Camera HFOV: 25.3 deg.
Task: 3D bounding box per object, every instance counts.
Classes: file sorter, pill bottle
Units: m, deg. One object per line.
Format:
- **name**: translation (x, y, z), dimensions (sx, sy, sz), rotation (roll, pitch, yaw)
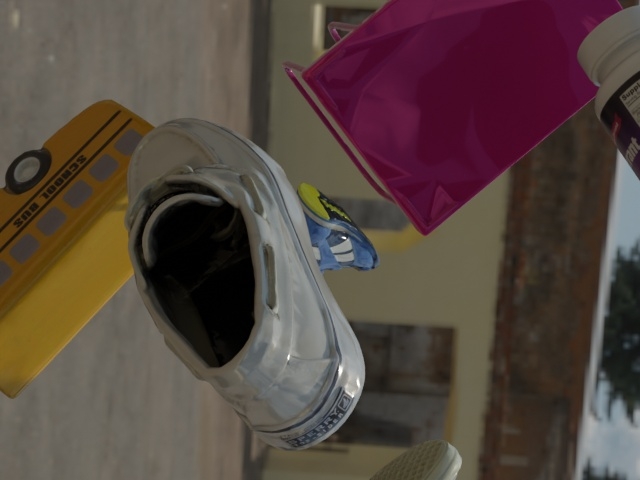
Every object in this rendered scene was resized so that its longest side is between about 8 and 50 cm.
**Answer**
- **file sorter**: translation (0.133, -0.188, 1.447), dimensions (0.202, 0.290, 0.182), rotation (52, -3, -18)
- **pill bottle**: translation (0.304, -0.105, 1.226), dimensions (0.193, 0.108, 0.108), rotation (61, -12, 24)

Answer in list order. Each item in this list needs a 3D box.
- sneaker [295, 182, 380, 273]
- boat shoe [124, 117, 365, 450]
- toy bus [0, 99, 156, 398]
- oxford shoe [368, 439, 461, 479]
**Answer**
- **sneaker**: translation (0.000, 0.000, 1.145), dimensions (0.053, 0.059, 0.144), rotation (49, 8, 30)
- **boat shoe**: translation (-0.064, 0.002, 0.775), dimensions (0.088, 0.096, 0.267), rotation (42, 16, -40)
- **toy bus**: translation (-0.267, 0.026, 1.311), dimensions (0.333, 0.130, 0.108), rotation (-47, 139, -10)
- **oxford shoe**: translation (0.034, 0.432, 1.673), dimensions (0.449, 0.130, 0.169), rotation (-54, -171, -8)
